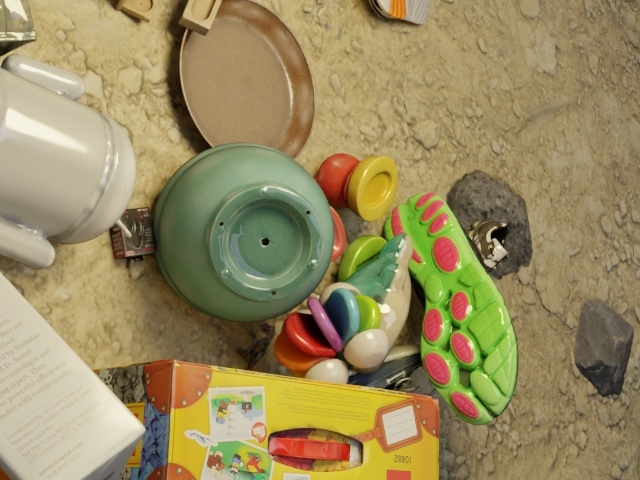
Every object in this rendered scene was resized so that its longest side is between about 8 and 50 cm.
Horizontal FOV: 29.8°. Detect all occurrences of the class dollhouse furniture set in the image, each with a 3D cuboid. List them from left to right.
[{"bbox_3d":[-0.222,-0.424,1.937,0.151,0.123,0.144,24,62,-13],"label":"dollhouse furniture set"}]

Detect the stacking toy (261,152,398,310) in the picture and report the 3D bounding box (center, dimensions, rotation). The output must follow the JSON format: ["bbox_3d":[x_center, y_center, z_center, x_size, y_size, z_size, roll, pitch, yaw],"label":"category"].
[{"bbox_3d":[0.000,0.000,2.153,0.309,0.130,0.279,-33,131,-40],"label":"stacking toy"}]

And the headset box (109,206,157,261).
[{"bbox_3d":[-0.294,-0.008,1.879,0.062,0.032,0.083,-7,85,-45],"label":"headset box"}]

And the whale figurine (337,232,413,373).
[{"bbox_3d":[0.082,0.098,2.101,0.141,0.216,0.272,22,52,-2],"label":"whale figurine"}]

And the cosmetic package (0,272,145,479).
[{"bbox_3d":[-0.438,0.154,1.425,0.453,0.230,0.161,45,47,12],"label":"cosmetic package"}]

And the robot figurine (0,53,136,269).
[{"bbox_3d":[-0.403,-0.115,1.673,0.353,0.200,0.299,24,67,-39],"label":"robot figurine"}]

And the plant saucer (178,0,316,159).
[{"bbox_3d":[-0.133,-0.266,2.081,0.311,0.050,0.310,11,74,-42],"label":"plant saucer"}]

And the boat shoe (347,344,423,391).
[{"bbox_3d":[0.116,0.245,2.187,0.255,0.095,0.079,-14,90,-44],"label":"boat shoe"}]

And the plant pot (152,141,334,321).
[{"bbox_3d":[-0.103,-0.005,1.862,0.293,0.196,0.293,-1,95,-15],"label":"plant pot"}]

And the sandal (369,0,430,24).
[{"bbox_3d":[0.140,-0.483,2.388,0.265,0.076,0.101,13,87,-64],"label":"sandal"}]

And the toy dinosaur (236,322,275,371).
[{"bbox_3d":[-0.105,0.178,2.037,0.082,0.047,0.090,-30,136,-53],"label":"toy dinosaur"}]

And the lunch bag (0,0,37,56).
[{"bbox_3d":[-0.554,-0.361,1.606,0.287,0.169,0.235,-11,93,-38],"label":"lunch bag"}]

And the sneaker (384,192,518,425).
[{"bbox_3d":[0.268,0.122,2.218,0.202,0.185,0.482,39,30,-47],"label":"sneaker"}]

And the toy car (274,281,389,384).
[{"bbox_3d":[0.007,0.144,1.910,0.136,0.182,0.159,45,12,-49],"label":"toy car"}]

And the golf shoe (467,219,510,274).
[{"bbox_3d":[0.327,0.040,2.441,0.077,0.094,0.198,39,58,-34],"label":"golf shoe"}]

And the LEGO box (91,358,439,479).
[{"bbox_3d":[-0.130,0.305,1.735,0.500,0.373,0.193,14,72,-42],"label":"LEGO box"}]
